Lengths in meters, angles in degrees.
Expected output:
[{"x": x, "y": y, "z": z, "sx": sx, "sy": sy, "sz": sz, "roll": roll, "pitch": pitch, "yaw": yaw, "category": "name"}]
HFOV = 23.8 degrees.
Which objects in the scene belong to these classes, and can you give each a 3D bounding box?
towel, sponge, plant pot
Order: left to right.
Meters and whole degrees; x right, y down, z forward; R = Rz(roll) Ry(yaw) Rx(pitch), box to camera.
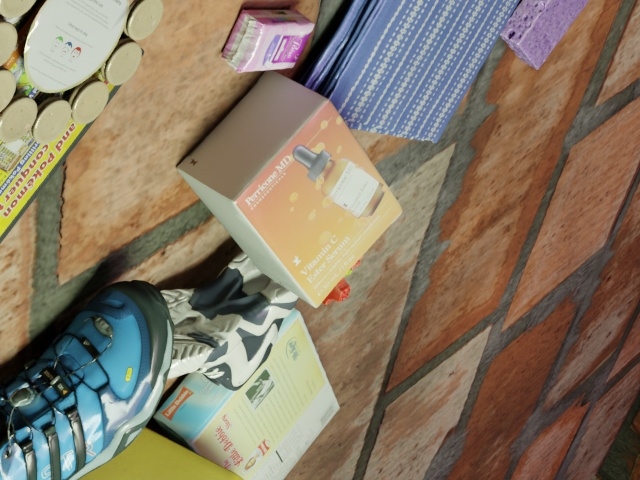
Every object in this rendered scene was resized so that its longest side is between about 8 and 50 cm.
[{"x": -0.169, "y": 0.313, "z": 1.580, "sx": 0.187, "sy": 0.212, "sz": 0.212, "roll": -60, "pitch": 160, "yaw": -16, "category": "plant pot"}, {"x": 0.105, "y": -0.217, "z": 1.541, "sx": 0.243, "sy": 0.040, "sz": 0.336, "roll": -59, "pitch": 158, "yaw": 12, "category": "towel"}, {"x": 0.291, "y": -0.303, "z": 1.762, "sx": 0.210, "sy": 0.031, "sz": 0.117, "roll": -56, "pitch": 157, "yaw": 5, "category": "sponge"}]

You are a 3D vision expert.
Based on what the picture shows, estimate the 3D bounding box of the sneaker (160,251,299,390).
[{"x": -0.123, "y": 0.110, "z": 1.493, "sx": 0.235, "sy": 0.094, "sz": 0.153, "roll": -35, "pitch": 152, "yaw": -36, "category": "sneaker"}]

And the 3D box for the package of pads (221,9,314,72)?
[{"x": -0.046, "y": -0.172, "z": 1.310, "sx": 0.083, "sy": 0.032, "sz": 0.050, "roll": -13, "pitch": 138, "yaw": -56, "category": "package of pads"}]

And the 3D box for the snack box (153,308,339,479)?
[{"x": -0.076, "y": 0.198, "z": 1.747, "sx": 0.187, "sy": 0.060, "sz": 0.322, "roll": -50, "pitch": 158, "yaw": -15, "category": "snack box"}]

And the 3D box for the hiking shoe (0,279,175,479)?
[{"x": -0.241, "y": 0.160, "z": 1.315, "sx": 0.304, "sy": 0.113, "sz": 0.132, "roll": -53, "pitch": 158, "yaw": 2, "category": "hiking shoe"}]

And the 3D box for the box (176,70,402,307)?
[{"x": -0.025, "y": -0.046, "z": 1.388, "sx": 0.130, "sy": 0.091, "sz": 0.170, "roll": -48, "pitch": 136, "yaw": -10, "category": "box"}]

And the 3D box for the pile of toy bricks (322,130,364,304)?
[{"x": 0.000, "y": 0.000, "z": 1.551, "sx": 0.118, "sy": 0.105, "sz": 0.212, "roll": -30, "pitch": 148, "yaw": -42, "category": "pile of toy bricks"}]

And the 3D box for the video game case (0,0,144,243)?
[{"x": -0.261, "y": -0.074, "z": 1.042, "sx": 0.275, "sy": 0.035, "sz": 0.248, "roll": -53, "pitch": 157, "yaw": -2, "category": "video game case"}]

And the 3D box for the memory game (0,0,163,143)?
[{"x": -0.172, "y": -0.147, "z": 1.048, "sx": 0.186, "sy": 0.012, "sz": 0.186, "roll": -42, "pitch": 154, "yaw": -27, "category": "memory game"}]
